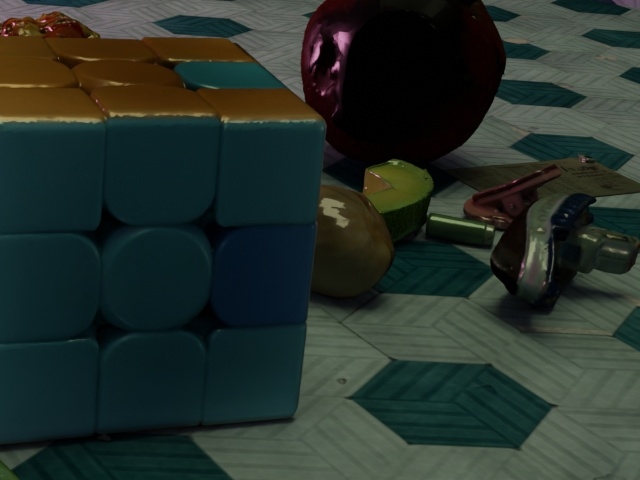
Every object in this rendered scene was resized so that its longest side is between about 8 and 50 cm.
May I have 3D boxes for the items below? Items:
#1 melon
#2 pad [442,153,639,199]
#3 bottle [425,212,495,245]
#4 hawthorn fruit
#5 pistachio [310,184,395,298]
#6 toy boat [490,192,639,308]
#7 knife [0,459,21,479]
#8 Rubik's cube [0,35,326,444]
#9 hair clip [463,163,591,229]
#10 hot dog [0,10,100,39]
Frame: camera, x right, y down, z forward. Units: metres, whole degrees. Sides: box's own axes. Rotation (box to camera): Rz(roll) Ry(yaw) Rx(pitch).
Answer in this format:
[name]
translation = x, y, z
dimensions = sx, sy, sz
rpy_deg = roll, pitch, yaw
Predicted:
[melon]
translation = 0.073, -0.040, 1.807
dimensions = 0.118, 0.064, 0.209
rpy_deg = 20, 27, 32
[pad]
translation = 0.322, -0.088, 2.081
dimensions = 0.265, 0.009, 0.159
rpy_deg = -7, 24, -30
[bottle]
translation = 0.171, -0.013, 1.801
dimensions = 0.083, 0.030, 0.030
rpy_deg = 10, 20, 10
[hawthorn fruit]
translation = 0.106, -0.235, 2.034
dimensions = 0.316, 0.316, 0.316
rpy_deg = 5, 20, -2
[pistachio]
translation = 0.000, 0.000, 1.614
dimensions = 0.185, 0.124, 0.124
rpy_deg = 1, 13, 40
[toy boat]
translation = 0.278, 0.015, 1.638
dimensions = 0.115, 0.114, 0.262
rpy_deg = 21, 25, 25
[knife]
translation = -0.258, 0.191, 1.153
dimensions = 0.054, 0.015, 0.212
rpy_deg = -18, 30, -32
[Rubik's cube]
translation = -0.183, -0.016, 1.336
dimensions = 0.292, 0.290, 0.291
rpy_deg = -1, 21, -21
[hair clip]
translation = 0.256, -0.029, 1.873
dimensions = 0.138, 0.102, 0.123
rpy_deg = -20, -2, 39
[hot dog]
translation = -0.390, -0.249, 2.112
dimensions = 0.150, 0.153, 0.256
rpy_deg = -1, 21, -18
